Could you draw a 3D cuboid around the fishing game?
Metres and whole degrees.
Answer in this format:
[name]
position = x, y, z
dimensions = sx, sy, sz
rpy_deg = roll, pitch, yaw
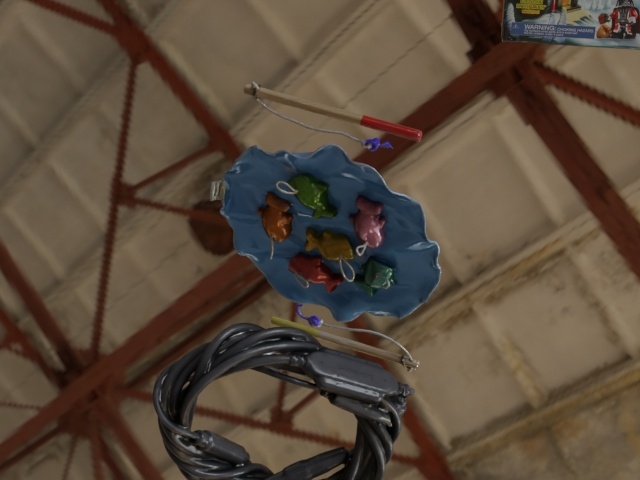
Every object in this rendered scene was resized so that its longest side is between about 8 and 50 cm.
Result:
[fishing game]
position = 0.000, 0.000, 1.005
dimensions = 0.189, 0.041, 0.264
rpy_deg = 18, -41, 16

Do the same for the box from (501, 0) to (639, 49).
[box]
position = 0.164, -0.145, 0.670
dimensions = 0.137, 0.027, 0.094
rpy_deg = 4, -61, 6

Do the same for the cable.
[cable]
position = -0.034, 0.128, 0.925
dimensions = 0.184, 0.047, 0.150
rpy_deg = 15, -54, -21
